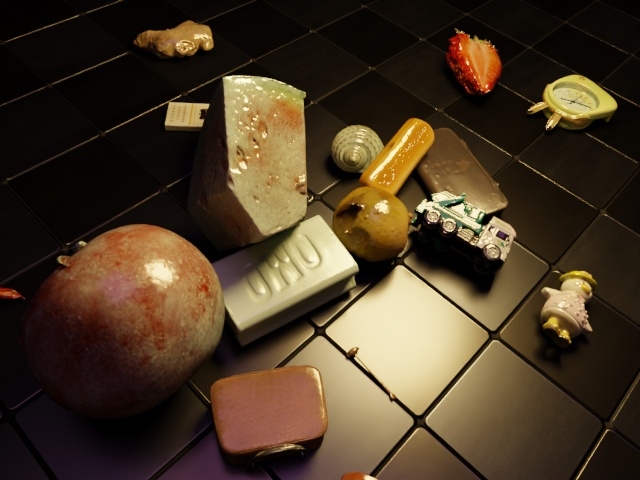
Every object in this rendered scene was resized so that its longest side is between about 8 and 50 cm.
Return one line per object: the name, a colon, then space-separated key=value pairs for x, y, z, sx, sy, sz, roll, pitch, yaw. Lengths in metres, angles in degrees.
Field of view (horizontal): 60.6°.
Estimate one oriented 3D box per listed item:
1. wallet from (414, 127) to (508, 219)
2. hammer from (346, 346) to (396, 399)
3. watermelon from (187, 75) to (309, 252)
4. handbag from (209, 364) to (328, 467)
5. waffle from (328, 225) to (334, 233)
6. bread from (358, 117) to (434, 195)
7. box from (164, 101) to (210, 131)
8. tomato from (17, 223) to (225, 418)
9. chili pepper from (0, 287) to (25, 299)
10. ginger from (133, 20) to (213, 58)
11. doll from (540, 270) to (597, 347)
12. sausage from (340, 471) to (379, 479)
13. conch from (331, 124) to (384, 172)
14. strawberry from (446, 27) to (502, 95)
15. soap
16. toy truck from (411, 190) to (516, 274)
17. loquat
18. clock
wallet: x=0.321 y=-0.164 z=1.352 sx=0.165 sy=0.042 sz=0.310 roll=-15 pitch=54 yaw=-15
hammer: x=0.097 y=0.248 z=1.022 sx=0.029 sy=0.014 sz=0.123 roll=-36 pitch=66 yaw=-19
watermelon: x=-0.121 y=-0.099 z=1.036 sx=0.228 sy=0.387 sz=0.258 roll=0 pitch=39 yaw=-20
handbag: x=-0.086 y=0.297 z=0.925 sx=0.193 sy=0.072 sz=0.151 roll=-4 pitch=53 yaw=-11
waffle: x=0.000 y=0.002 z=1.201 sx=0.085 sy=0.016 sz=0.078 roll=-15 pitch=55 yaw=-14
bread: x=0.183 y=-0.188 z=1.310 sx=0.092 sy=0.074 sz=0.239 roll=41 pitch=69 yaw=-4
box: x=-0.310 y=-0.317 z=1.409 sx=0.166 sy=0.024 sz=0.090 roll=2 pitch=52 yaw=-6
tomato: x=-0.310 y=0.124 z=0.883 sx=0.282 sy=0.317 sz=0.317 roll=43 pitch=57 yaw=3
chili pepper: x=-0.647 y=0.093 z=1.047 sx=0.178 sy=0.027 sz=0.045 roll=9 pitch=56 yaw=1
ginger: x=-0.418 y=-0.568 z=1.563 sx=0.213 sy=0.074 sz=0.137 roll=-16 pitch=46 yaw=-23
doll: x=0.510 y=0.132 z=1.119 sx=0.129 sy=0.081 sz=0.207 roll=43 pitch=55 yaw=2
sausage: x=0.030 y=0.472 z=0.779 sx=0.113 sy=0.114 sz=0.259 roll=24 pitch=52 yaw=12
conch: x=0.099 y=-0.228 z=1.344 sx=0.135 sy=0.102 sz=0.153 roll=27 pitch=52 yaw=-5
strawberry: x=0.456 y=-0.497 z=1.600 sx=0.174 sy=0.098 sz=0.228 roll=-1 pitch=63 yaw=-28
soap: x=-0.077 y=0.073 z=1.081 sx=0.265 sy=0.088 sz=0.160 roll=-25 pitch=60 yaw=-20
toy truck: x=0.312 y=-0.028 z=1.185 sx=0.216 sy=0.110 sz=0.116 roll=30 pitch=73 yaw=14
loquat: x=0.117 y=-0.034 z=1.165 sx=0.204 sy=0.150 sz=0.172 roll=12 pitch=19 yaw=-40
clock: x=0.703 y=-0.381 z=1.550 sx=0.231 sy=0.069 sz=0.170 roll=-20 pitch=58 yaw=-20
